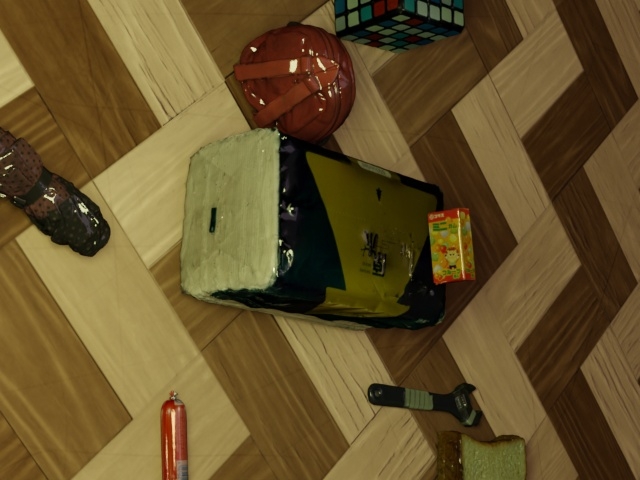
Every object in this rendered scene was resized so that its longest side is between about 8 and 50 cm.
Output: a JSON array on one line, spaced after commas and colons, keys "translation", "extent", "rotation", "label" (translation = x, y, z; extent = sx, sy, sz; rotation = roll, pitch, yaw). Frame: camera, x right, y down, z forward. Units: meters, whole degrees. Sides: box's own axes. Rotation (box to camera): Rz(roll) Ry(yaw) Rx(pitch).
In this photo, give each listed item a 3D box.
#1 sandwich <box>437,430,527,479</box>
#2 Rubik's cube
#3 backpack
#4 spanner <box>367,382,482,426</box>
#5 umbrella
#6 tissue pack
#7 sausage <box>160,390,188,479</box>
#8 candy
[{"translation": [0.319, 0.465, 2.332], "extent": [0.215, 0.065, 0.186], "rotation": [8, 78, -43], "label": "sandwich"}, {"translation": [0.146, -0.472, 2.244], "extent": [0.184, 0.182, 0.187], "rotation": [9, 76, -43], "label": "Rubik's cube"}, {"translation": [-0.032, -0.267, 2.012], "extent": [0.139, 0.229, 0.229], "rotation": [-15, 93, -41], "label": "backpack"}, {"translation": [0.203, 0.302, 2.279], "extent": [0.316, 0.024, 0.087], "rotation": [15, 71, -40], "label": "spanner"}, {"translation": [-0.428, -0.089, 1.690], "extent": [0.326, 0.090, 0.094], "rotation": [42, 59, -30], "label": "umbrella"}, {"translation": [0.000, 0.000, 1.974], "extent": [0.417, 0.253, 0.264], "rotation": [16, 71, -44], "label": "tissue pack"}, {"translation": [-0.229, 0.306, 1.846], "extent": [0.048, 0.050, 0.145], "rotation": [20, 66, -69], "label": "sausage"}, {"translation": [0.218, 0.010, 1.973], "extent": [0.038, 0.062, 0.122], "rotation": [3, 80, -50], "label": "candy"}]
